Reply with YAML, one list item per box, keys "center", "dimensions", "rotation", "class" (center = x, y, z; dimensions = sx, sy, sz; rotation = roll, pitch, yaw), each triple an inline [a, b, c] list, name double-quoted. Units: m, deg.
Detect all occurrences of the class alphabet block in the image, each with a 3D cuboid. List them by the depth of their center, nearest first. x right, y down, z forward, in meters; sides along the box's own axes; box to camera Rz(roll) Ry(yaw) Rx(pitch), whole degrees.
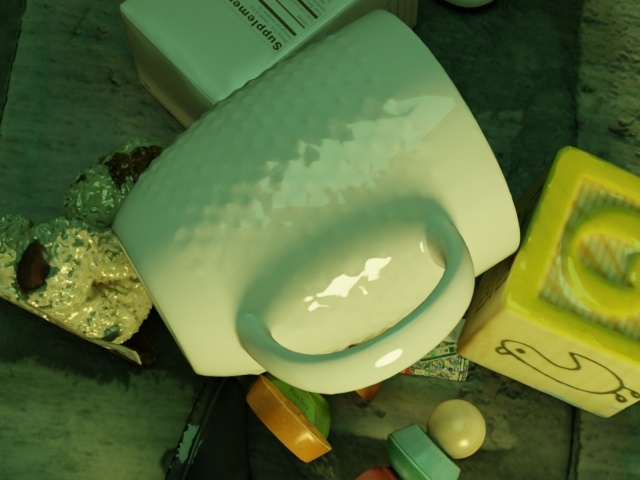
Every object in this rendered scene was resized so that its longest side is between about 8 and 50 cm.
- center: [0.274, 0.047, 1.622]
  dimensions: [0.192, 0.197, 0.193]
  rotation: [22, 71, -1]
  class: "alphabet block"

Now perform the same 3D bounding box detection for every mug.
- center: [0.000, 0.000, 1.486]
  dimensions: [0.328, 0.276, 0.374]
  rotation: [-30, 40, -7]
  class: "mug"

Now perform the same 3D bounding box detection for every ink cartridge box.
- center: [0.104, 0.112, 1.705]
  dimensions: [0.115, 0.029, 0.063]
  rotation: [7, 68, 4]
  class: "ink cartridge box"

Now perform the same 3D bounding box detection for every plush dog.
- center: [-0.216, -0.006, 1.682]
  dimensions: [0.210, 0.262, 0.225]
  rotation: [31, 80, -22]
  class: "plush dog"

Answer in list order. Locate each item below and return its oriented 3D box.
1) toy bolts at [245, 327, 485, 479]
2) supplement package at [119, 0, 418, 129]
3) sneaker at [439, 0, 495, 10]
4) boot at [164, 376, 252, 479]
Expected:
- center: [0.052, 0.171, 1.592]
  dimensions: [0.158, 0.218, 0.228]
  rotation: [-44, 80, -1]
  class: "toy bolts"
- center: [-0.051, -0.250, 1.776]
  dimensions: [0.293, 0.177, 0.175]
  rotation: [-40, 73, -13]
  class: "supplement package"
- center: [0.122, -0.420, 1.840]
  dimensions: [0.124, 0.178, 0.295]
  rotation: [-31, 71, -11]
  class: "sneaker"
- center: [-0.059, 0.267, 1.616]
  dimensions: [0.207, 0.094, 0.246]
  rotation: [21, 55, -2]
  class: "boot"
